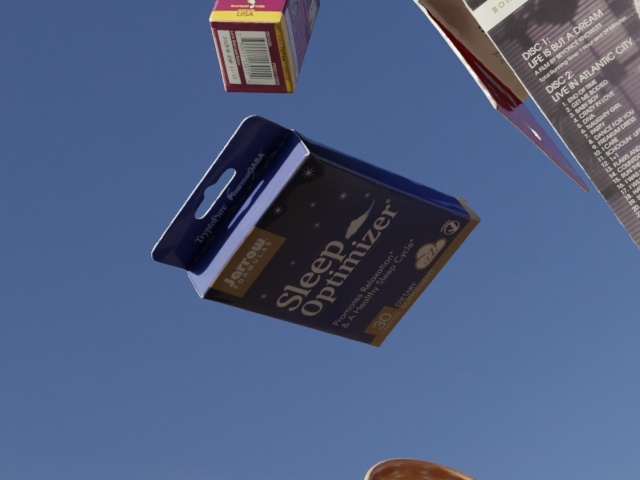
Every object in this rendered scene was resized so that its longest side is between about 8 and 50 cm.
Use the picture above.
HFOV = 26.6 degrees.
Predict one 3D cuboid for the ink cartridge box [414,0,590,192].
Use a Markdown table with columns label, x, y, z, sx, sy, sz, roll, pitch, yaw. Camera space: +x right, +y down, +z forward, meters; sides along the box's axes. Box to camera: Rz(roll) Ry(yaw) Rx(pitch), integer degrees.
| label | x | y | z | sx | sy | sz | roll | pitch | yaw |
| --- | --- | --- | --- | --- | --- | --- | --- | --- | --- |
| ink cartridge box | 0.150 | -0.178 | 1.177 | 0.060 | 0.239 | 0.275 | -41 | -26 | 13 |

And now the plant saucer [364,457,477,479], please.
| label | x | y | z | sx | sy | sz | roll | pitch | yaw |
| --- | --- | --- | --- | --- | --- | --- | --- | --- | --- |
| plant saucer | 0.129 | 0.289 | 1.346 | 0.200 | 0.200 | 0.037 | 8 | -65 | -37 |

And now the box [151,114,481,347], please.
| label | x | y | z | sx | sy | sz | roll | pitch | yaw |
| --- | --- | --- | --- | --- | --- | --- | --- | --- | --- |
| box | 0.000 | 0.000 | 0.991 | 0.225 | 0.036 | 0.136 | 19 | -63 | -40 |

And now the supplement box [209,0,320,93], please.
| label | x | y | z | sx | sy | sz | roll | pitch | yaw |
| --- | --- | --- | --- | --- | --- | --- | --- | --- | --- |
| supplement box | -0.030 | -0.131 | 0.776 | 0.043 | 0.083 | 0.055 | 3 | -43 | 13 |

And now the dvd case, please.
| label | x | y | z | sx | sy | sz | roll | pitch | yaw |
| --- | --- | --- | --- | --- | --- | --- | --- | --- | --- |
| dvd case | 0.187 | -0.070 | 0.584 | 0.164 | 0.221 | 0.018 | -37 | -15 | 16 |
